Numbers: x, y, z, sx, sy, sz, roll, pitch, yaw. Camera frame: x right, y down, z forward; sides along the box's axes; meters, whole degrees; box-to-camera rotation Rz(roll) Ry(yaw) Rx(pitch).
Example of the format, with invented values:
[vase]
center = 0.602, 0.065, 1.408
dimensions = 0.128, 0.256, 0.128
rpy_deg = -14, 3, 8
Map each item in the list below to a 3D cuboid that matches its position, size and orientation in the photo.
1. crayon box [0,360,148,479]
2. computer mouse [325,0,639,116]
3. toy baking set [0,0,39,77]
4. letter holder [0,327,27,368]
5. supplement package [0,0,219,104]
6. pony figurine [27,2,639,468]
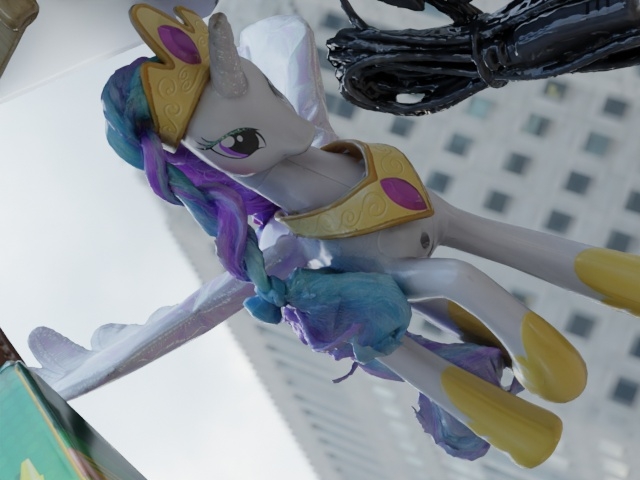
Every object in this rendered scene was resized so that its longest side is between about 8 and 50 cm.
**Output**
[crayon box]
center = -0.034, 0.167, 0.541
dimensions = 0.081, 0.278, 0.165
rpy_deg = -42, -57, -3
[computer mouse]
center = 0.030, -0.166, 0.733
dimensions = 0.072, 0.189, 0.272
rpy_deg = -51, -57, -46
[toy baking set]
center = -0.234, -0.110, 0.794
dimensions = 0.030, 0.256, 0.196
rpy_deg = -32, -39, -53
[letter holder]
center = -0.307, 0.082, 0.764
dimensions = 0.302, 0.214, 0.152
rpy_deg = -32, -5, -29
[supplement package]
center = -0.143, -0.185, 0.947
dimensions = 0.204, 0.145, 0.262
rpy_deg = -26, -4, -21
[pony figurine]
center = 0.000, 0.000, 1.099
dimensions = 0.302, 0.363, 0.351
rpy_deg = -65, 15, -22
